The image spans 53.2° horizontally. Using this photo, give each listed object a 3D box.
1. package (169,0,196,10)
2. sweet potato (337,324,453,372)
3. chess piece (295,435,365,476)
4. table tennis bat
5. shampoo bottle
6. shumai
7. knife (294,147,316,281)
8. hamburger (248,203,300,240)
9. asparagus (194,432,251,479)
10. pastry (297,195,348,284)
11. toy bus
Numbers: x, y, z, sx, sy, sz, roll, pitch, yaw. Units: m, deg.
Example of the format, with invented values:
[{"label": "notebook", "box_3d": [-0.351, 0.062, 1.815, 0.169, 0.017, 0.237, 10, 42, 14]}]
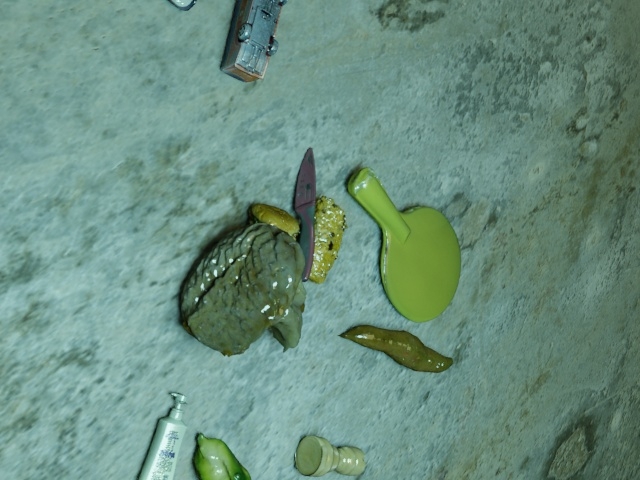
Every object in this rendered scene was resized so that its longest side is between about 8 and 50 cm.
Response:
[{"label": "package", "box_3d": [-0.208, -0.469, 0.953, 0.166, 0.040, 0.232, 41, 63, -29]}, {"label": "sweet potato", "box_3d": [0.151, 0.202, 1.200, 0.273, 0.067, 0.067, 23, 74, -29]}, {"label": "chess piece", "box_3d": [0.020, 0.374, 1.089, 0.122, 0.066, 0.066, 26, 72, -41]}, {"label": "table tennis bat", "box_3d": [0.163, 0.005, 1.227, 0.369, 0.054, 0.224, 48, 62, -31]}, {"label": "shampoo bottle", "box_3d": [-0.219, 0.290, 0.916, 0.048, 0.034, 0.141, 24, 73, -28]}, {"label": "shumai", "box_3d": [-0.097, 0.089, 0.970, 0.206, 0.166, 0.176, -47, 152, -7]}, {"label": "knife", "box_3d": [-0.025, -0.047, 1.065, 0.018, 0.035, 0.248, 66, 23, -64]}, {"label": "hamburger", "box_3d": [-0.074, -0.028, 1.023, 0.083, 0.076, 0.044, 11, 111, -42]}, {"label": "asparagus", "box_3d": [-0.108, 0.445, 0.971, 0.082, 0.085, 0.343, -22, 105, -13]}, {"label": "pastry", "box_3d": [0.000, 0.000, 1.091, 0.080, 0.056, 0.140, 34, 74, -25]}, {"label": "toy bus", "box_3d": [-0.103, -0.348, 1.007, 0.065, 0.077, 0.193, 19, 78, -38]}]
